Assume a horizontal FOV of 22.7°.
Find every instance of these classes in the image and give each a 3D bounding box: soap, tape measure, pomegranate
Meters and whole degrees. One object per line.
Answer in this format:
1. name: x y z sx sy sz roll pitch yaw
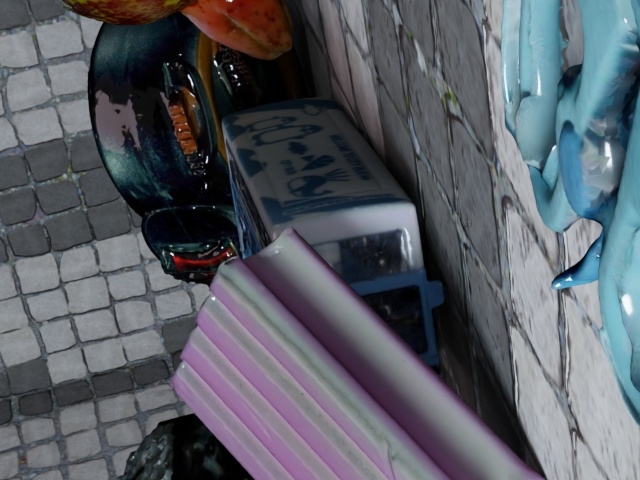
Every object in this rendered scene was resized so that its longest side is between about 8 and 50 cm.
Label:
1. soap: 0.015 0.104 0.857 0.203 0.065 0.122 45 140 18
2. tape measure: -0.089 -0.101 1.265 0.223 0.135 0.202 67 -148 -29
3. pomegranate: -0.103 -0.220 1.111 0.248 0.214 0.214 52 -178 -20

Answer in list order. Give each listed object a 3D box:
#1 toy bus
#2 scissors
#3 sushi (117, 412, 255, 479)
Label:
1. toy bus: 0.000 0.000 1.063 0.297 0.106 0.131 -119 19 -70
2. scissors: 0.092 -0.073 0.408 0.393 0.032 0.180 86 168 -64
3. sushi: -0.053 0.246 1.122 0.225 0.219 0.238 -48 18 43
